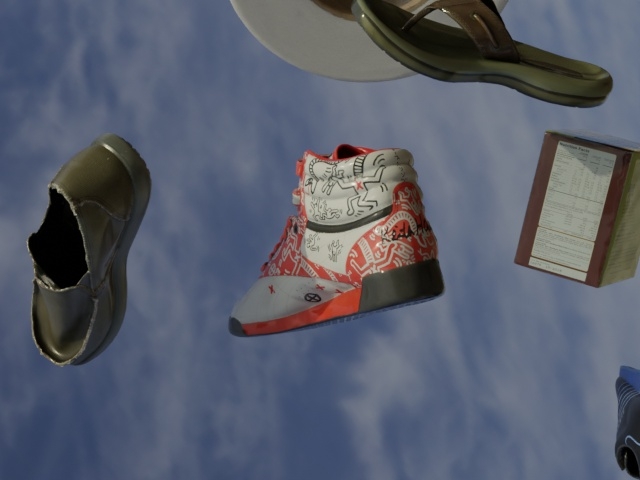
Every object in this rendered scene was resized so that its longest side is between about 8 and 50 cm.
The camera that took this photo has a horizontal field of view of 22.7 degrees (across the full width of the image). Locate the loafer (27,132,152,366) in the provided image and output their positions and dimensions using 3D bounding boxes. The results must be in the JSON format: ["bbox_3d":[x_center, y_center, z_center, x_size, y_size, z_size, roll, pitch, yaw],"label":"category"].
[{"bbox_3d":[-0.216,0.017,1.354,0.094,0.251,0.087,40,-136,24],"label":"loafer"}]

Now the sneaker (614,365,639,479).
[{"bbox_3d":[0.294,0.166,1.418,0.081,0.090,0.232,21,179,8],"label":"sneaker"}]

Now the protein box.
[{"bbox_3d":[0.398,-0.051,2.342,0.136,0.201,0.200,17,-169,24],"label":"protein box"}]

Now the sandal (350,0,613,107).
[{"bbox_3d":[0.174,-0.218,1.682,0.302,0.086,0.120,11,-152,-16],"label":"sandal"}]

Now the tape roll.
[{"bbox_3d":[0.062,-0.381,1.994,0.392,0.392,0.072,36,-153,-25],"label":"tape roll"}]

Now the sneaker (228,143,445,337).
[{"bbox_3d":[0.001,0.000,1.384,0.090,0.270,0.145,-8,-96,-36],"label":"sneaker"}]
